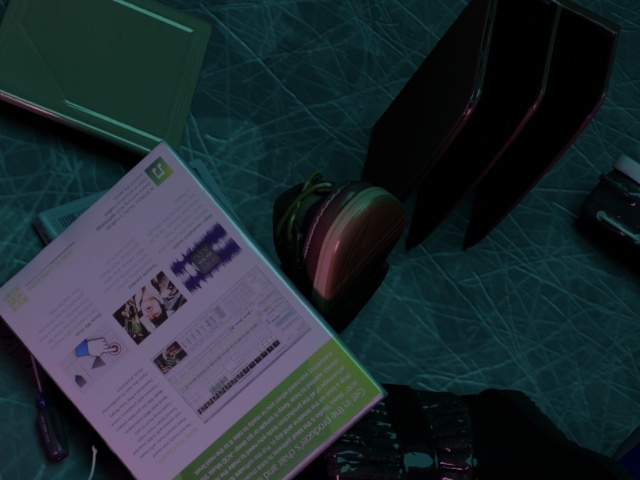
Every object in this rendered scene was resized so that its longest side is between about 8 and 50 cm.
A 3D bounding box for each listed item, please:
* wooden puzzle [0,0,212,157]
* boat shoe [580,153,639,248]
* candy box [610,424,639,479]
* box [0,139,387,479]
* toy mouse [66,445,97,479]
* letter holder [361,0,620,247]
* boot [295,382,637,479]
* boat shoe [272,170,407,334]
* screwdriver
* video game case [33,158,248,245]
[{"bbox_3d":[-0.241,-0.195,2.033,0.221,0.044,0.238,22,46,-13],"label":"wooden puzzle"},{"bbox_3d":[0.441,0.024,2.216,0.302,0.091,0.114,39,5,3],"label":"boat shoe"},{"bbox_3d":[0.461,0.254,1.915,0.268,0.317,0.122,45,51,8],"label":"candy box"},{"bbox_3d":[-0.126,0.100,1.772,0.232,0.058,0.322,-41,79,3],"label":"box"},{"bbox_3d":[-0.202,0.261,1.743,0.161,0.031,0.143,-2,60,-29],"label":"toy mouse"},{"bbox_3d":[0.167,-0.101,2.010,0.152,0.302,0.214,25,50,-11],"label":"letter holder"},{"bbox_3d":[0.131,0.237,1.805,0.260,0.131,0.348,8,14,-28],"label":"boot"},{"bbox_3d":[0.000,0.000,1.854,0.123,0.342,0.123,39,81,8],"label":"boat shoe"},{"bbox_3d":[-0.270,0.137,1.807,0.024,0.025,0.170,-2,51,-29],"label":"screwdriver"},{"bbox_3d":[-0.159,0.023,1.935,0.212,0.023,0.193,-22,70,-38],"label":"video game case"}]
